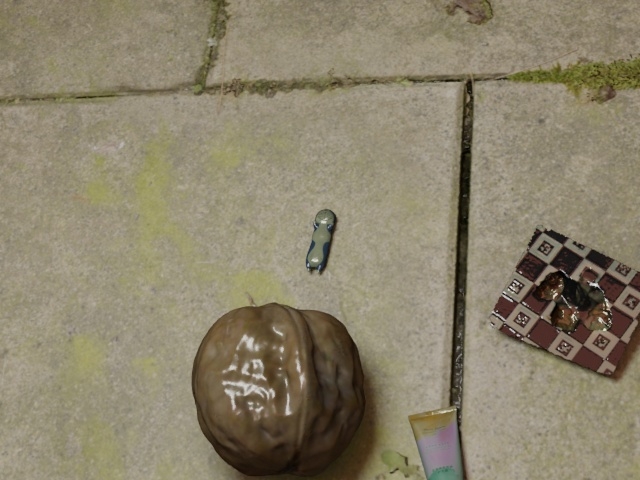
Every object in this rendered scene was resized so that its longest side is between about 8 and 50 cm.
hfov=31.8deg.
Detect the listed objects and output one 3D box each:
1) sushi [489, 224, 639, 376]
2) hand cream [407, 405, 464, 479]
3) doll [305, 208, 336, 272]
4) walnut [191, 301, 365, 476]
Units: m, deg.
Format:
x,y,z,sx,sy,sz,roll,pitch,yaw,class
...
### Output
x,y,z,sx,sy,sz,roll,pitch,yaw,class
0.396,0.100,1.765,0.210,0.040,0.192,25,75,21,sushi
0.180,0.328,1.675,0.076,0.047,0.174,-12,49,6,hand cream
0.000,0.000,1.913,0.037,0.027,0.125,8,61,8,doll
-0.062,0.220,1.678,0.273,0.227,0.273,-4,62,7,walnut
